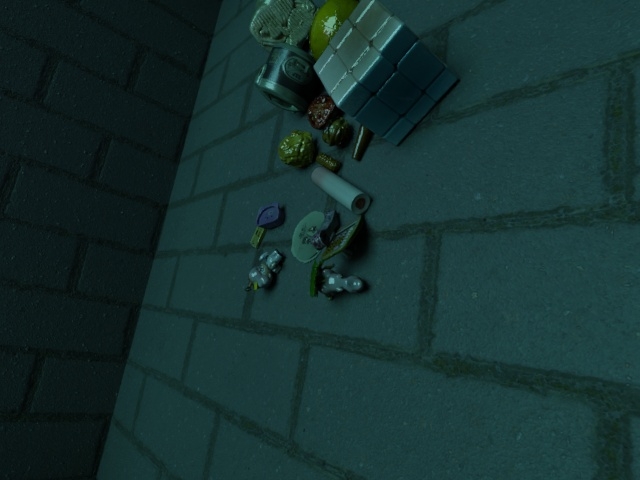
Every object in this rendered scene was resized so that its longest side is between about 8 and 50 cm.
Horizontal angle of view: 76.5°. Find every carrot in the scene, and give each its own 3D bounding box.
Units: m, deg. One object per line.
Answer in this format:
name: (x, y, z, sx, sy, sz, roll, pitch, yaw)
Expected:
carrot: (0.165, -0.400, 1.623, 0.055, 0.055, 0.161, 28, 99, 51)

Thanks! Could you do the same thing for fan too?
fan: (-0.001, 0.000, 1.675, 0.415, 0.012, 0.232, 21, 91, 52)

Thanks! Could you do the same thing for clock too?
clock: (-0.240, -0.119, 1.965, 0.153, 0.050, 0.109, -14, 61, 36)

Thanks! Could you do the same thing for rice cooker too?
rice cooker: (-0.157, -0.787, 1.989, 0.288, 0.289, 0.276, 36, 100, 51)

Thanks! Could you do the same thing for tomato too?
tomato: (0.022, -0.587, 1.847, 0.166, 0.082, 0.174, -53, 46, 27)

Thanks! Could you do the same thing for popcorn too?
popcorn: (-0.108, -0.425, 1.883, 0.180, 0.170, 0.179, 14, 118, 29)

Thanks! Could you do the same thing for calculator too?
calculator: (0.081, -0.005, 1.476, 0.157, 0.033, 0.236, -32, 14, 38)

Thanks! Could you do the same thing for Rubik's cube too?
Rubik's cube: (0.217, -0.591, 1.427, 0.316, 0.322, 0.318, -45, 44, 26)

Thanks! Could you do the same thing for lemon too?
lemon: (0.092, -0.865, 1.727, 0.297, 0.297, 0.296, -24, 57, 43)

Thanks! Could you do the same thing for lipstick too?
lipstick: (0.072, -0.206, 1.618, 0.087, 0.087, 0.327, -60, 39, 12)

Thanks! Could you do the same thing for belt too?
belt: (0.023, -0.039, 1.560, 0.053, 0.071, 0.232, -28, 20, 31)

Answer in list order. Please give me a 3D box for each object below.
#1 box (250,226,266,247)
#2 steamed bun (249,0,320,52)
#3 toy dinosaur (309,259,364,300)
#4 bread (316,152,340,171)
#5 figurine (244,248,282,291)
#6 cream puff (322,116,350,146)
box: (-0.307, -0.037, 2.050, 0.073, 0.020, 0.149, 36, 103, 49)
steamed bun: (-0.186, -1.167, 2.207, 0.237, 0.395, 0.346, -109, 8, -69)
toy dinosaur: (0.057, 0.135, 1.462, 0.194, 0.177, 0.152, 138, 138, -73)
bread: (0.032, -0.341, 1.759, 0.052, 0.044, 0.157, -57, 40, 7)
figurine: (-0.254, 0.142, 1.846, 0.229, 0.112, 0.137, -52, 48, 2)
cream puff: (0.071, -0.453, 1.711, 0.104, 0.119, 0.133, 38, 66, 21)
